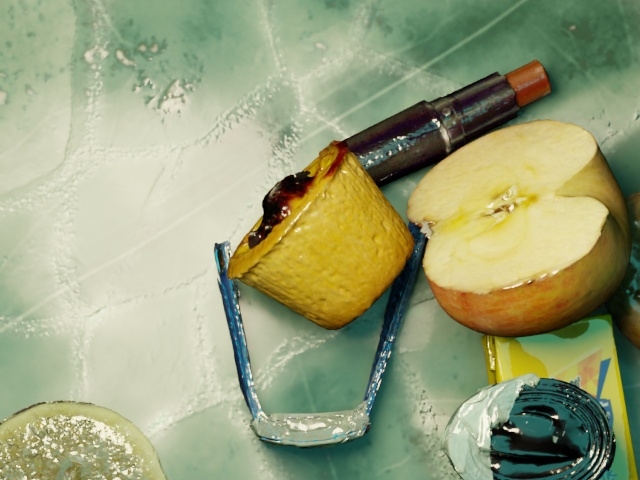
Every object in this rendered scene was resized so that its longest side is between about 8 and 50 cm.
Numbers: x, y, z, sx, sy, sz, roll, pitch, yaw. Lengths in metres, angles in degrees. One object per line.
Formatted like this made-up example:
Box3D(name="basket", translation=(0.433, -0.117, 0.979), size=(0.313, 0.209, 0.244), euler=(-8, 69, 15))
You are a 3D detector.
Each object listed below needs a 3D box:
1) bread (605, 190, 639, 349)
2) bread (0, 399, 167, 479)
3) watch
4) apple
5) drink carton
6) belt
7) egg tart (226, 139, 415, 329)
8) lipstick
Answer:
Box3D(name="bread", translation=(0.450, 0.041, 1.900), size=(0.230, 0.123, 0.230), euler=(1, 78, -4))
Box3D(name="bread", translation=(-0.309, 0.325, 1.858), size=(0.266, 0.040, 0.267), euler=(0, 84, -3))
Box3D(name="watch", translation=(0.022, 0.115, 1.899), size=(0.276, 0.068, 0.275), euler=(-9, 80, -4))
Box3D(name="apple", translation=(0.247, 0.011, 1.825), size=(0.251, 0.293, 0.163), euler=(-18, 126, 18))
Box3D(name="drink carton", translation=(0.301, 0.274, 1.868), size=(0.154, 0.111, 0.351), euler=(-8, 84, -4))
Box3D(name="belt", translation=(0.239, 0.231, 1.779), size=(0.198, 0.078, 0.151), euler=(-4, 85, 0))
Box3D(name="egg tart", translation=(0.000, 0.000, 1.795), size=(0.171, 0.215, 0.215), euler=(43, 83, -10))
Box3D(name="lipstick", translation=(0.154, -0.144, 1.921), size=(0.299, 0.081, 0.081), euler=(-25, 86, -6))
